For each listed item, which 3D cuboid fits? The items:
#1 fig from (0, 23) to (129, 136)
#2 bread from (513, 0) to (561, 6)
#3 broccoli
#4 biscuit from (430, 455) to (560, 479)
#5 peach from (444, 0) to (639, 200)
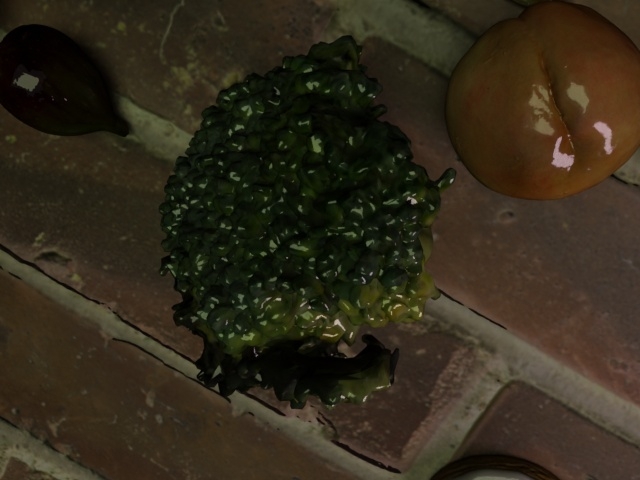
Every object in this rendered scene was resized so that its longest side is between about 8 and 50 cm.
[{"bbox_3d":[-0.280,-0.164,0.664,0.155,0.103,0.109,26,67,-31],"label":"fig"},{"bbox_3d":[0.220,-0.281,0.583,0.110,0.024,0.110,2,106,8],"label":"bread"},{"bbox_3d":[-0.021,-0.007,0.565,0.272,0.324,0.334,29,120,-11],"label":"broccoli"},{"bbox_3d":[0.225,0.360,0.755,0.208,0.049,0.181,7,108,9],"label":"biscuit"},{"bbox_3d":[0.207,-0.122,0.554,0.184,0.184,0.184,2,106,8],"label":"peach"}]
